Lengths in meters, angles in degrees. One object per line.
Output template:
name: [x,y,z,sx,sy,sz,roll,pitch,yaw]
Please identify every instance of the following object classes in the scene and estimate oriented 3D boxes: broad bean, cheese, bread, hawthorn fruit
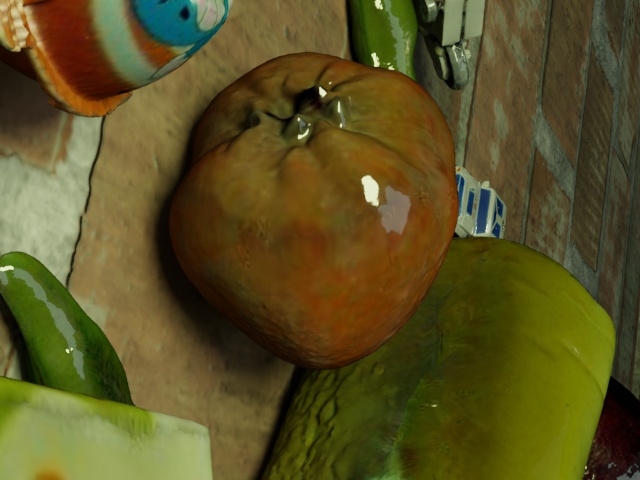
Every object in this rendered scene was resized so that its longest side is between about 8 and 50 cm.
broad bean: [0.047,-0.222,0.892,0.098,0.056,0.318,-51,134,-51]
cheese: [-0.105,-0.182,0.495,0.329,0.129,0.216,-77,165,-62]
broad bean: [-0.120,0.117,0.597,0.060,0.043,0.297,-78,156,-43]
bread: [0.089,0.156,0.827,0.208,0.251,0.376,56,45,-29]
hawthorn fruit: [0.000,0.000,0.693,0.251,0.199,0.199,84,24,-48]

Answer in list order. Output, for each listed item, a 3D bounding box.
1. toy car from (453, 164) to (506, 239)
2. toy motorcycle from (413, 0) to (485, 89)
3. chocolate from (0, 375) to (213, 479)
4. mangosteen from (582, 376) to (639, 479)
toy car: [0.172,-0.024,1.160,0.171,0.070,0.080,38,59,-59]
toy motorcycle: [0.111,-0.253,0.956,0.228,0.074,0.151,77,-6,-57]
chocolate: [-0.146,0.188,0.360,0.289,0.137,0.300,33,44,-60]
mangosteen: [0.195,0.275,1.026,0.347,0.307,0.306,-37,130,-26]
